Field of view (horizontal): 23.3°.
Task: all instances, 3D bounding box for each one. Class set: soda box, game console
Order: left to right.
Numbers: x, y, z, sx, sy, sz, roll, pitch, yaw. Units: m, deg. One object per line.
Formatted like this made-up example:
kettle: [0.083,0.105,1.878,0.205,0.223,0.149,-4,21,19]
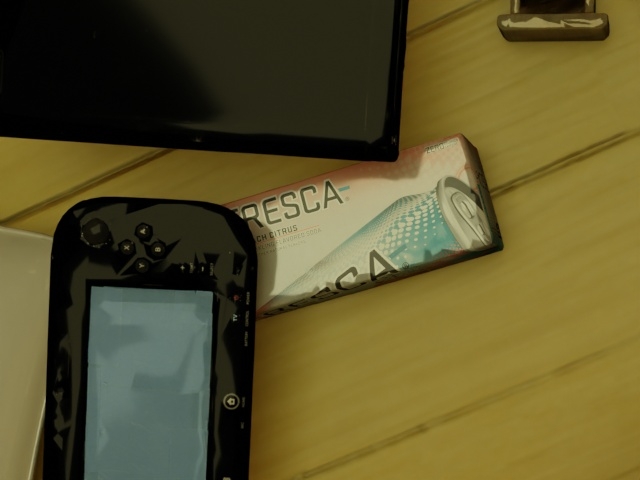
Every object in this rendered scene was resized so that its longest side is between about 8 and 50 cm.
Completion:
game console: [-0.068,-0.001,0.778,0.213,0.044,0.361,4,95,11]
soda box: [0.000,0.000,0.819,0.183,0.058,0.063,-17,83,12]

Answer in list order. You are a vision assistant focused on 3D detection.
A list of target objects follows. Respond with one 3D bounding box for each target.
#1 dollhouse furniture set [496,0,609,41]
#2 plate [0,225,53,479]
dollhouse furniture set: [0.157,-0.104,0.726,0.161,0.182,0.101,1,87,12]
plate: [-0.282,0.115,0.884,0.278,0.045,0.277,9,90,13]
